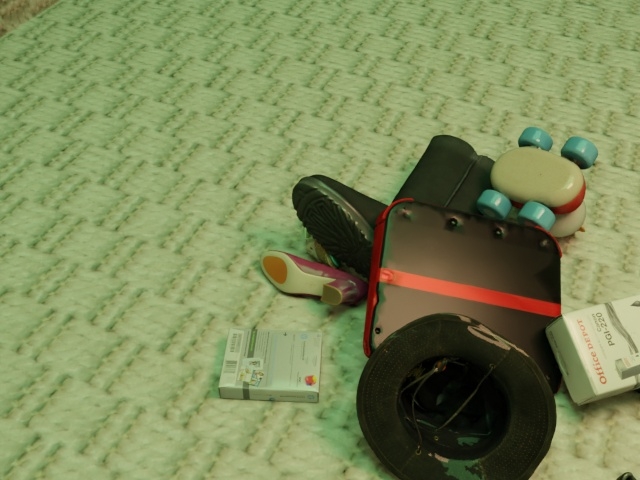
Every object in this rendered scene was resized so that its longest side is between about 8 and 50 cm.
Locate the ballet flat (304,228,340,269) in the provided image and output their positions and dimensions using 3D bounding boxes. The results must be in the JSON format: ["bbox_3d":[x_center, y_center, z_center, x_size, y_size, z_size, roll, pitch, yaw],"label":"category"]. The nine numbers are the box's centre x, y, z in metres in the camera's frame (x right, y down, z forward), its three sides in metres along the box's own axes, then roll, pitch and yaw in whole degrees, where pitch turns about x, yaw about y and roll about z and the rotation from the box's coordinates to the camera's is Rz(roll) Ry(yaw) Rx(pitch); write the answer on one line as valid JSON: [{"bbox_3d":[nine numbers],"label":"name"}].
[{"bbox_3d":[0.000,0.000,1.676,0.067,0.073,0.206,-24,39,15],"label":"ballet flat"}]

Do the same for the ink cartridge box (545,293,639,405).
[{"bbox_3d":[0.548,0.193,1.372,0.217,0.092,0.159,-13,69,-10],"label":"ink cartridge box"}]

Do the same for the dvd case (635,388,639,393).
[{"bbox_3d":[0.728,0.274,1.402,0.253,0.022,0.180,29,51,27],"label":"dvd case"}]

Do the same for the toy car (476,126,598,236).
[{"bbox_3d":[0.502,-0.086,1.662,0.210,0.238,0.219,23,72,43],"label":"toy car"}]

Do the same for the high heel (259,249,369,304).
[{"bbox_3d":[-0.013,0.073,1.597,0.244,0.082,0.117,17,16,35],"label":"high heel"}]

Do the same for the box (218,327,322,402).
[{"bbox_3d":[-0.092,0.236,1.433,0.186,0.038,0.145,1,44,3],"label":"box"}]

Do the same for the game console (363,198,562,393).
[{"bbox_3d":[0.283,0.101,1.447,0.386,0.060,0.342,12,66,-7],"label":"game console"}]

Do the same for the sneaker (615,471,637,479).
[{"bbox_3d":[0.523,0.440,1.194,0.061,0.065,0.158,-19,46,-18],"label":"sneaker"}]

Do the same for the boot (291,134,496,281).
[{"bbox_3d":[0.190,-0.113,1.662,0.367,0.146,0.445,43,55,-3],"label":"boot"}]

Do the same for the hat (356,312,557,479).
[{"bbox_3d":[0.228,0.284,1.298,0.331,0.332,0.134,5,-1,5],"label":"hat"}]
